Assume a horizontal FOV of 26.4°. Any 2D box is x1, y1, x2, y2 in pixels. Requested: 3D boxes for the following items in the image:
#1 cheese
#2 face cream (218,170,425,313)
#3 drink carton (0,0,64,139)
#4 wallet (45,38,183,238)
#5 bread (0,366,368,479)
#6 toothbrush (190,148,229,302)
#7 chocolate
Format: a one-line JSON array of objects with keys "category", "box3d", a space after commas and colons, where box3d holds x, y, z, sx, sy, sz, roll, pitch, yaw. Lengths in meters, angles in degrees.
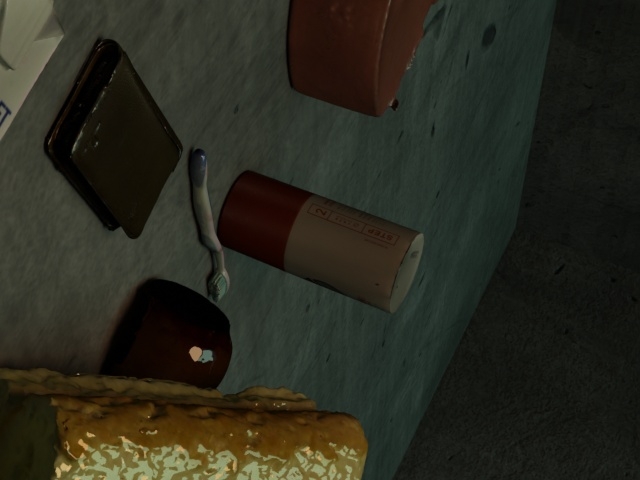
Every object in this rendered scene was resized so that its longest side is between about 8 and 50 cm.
[{"category": "cheese", "box3d": [0.050, -0.266, 1.518, 0.203, 0.128, 0.177, -65, 165, -11]}, {"category": "face cream", "box3d": [0.000, 0.000, 1.526, 0.096, 0.214, 0.096, 21, 90, -75]}, {"category": "drink carton", "box3d": [-0.271, -0.033, 0.713, 0.106, 0.130, 0.315, 77, 37, -66]}, {"category": "wallet", "box3d": [-0.173, -0.081, 1.174, 0.110, 0.031, 0.198, -64, 164, -15]}, {"category": "bread", "box3d": [-0.140, 0.245, 1.202, 0.375, 0.165, 0.237, 10, 99, -44]}, {"category": "toothbrush", "box3d": [-0.119, -0.011, 1.471, 0.269, 0.021, 0.027, 87, 23, -55]}, {"category": "chocolate", "box3d": [-0.161, 0.120, 1.383, 0.124, 0.127, 0.133, 7, 120, -44]}]
